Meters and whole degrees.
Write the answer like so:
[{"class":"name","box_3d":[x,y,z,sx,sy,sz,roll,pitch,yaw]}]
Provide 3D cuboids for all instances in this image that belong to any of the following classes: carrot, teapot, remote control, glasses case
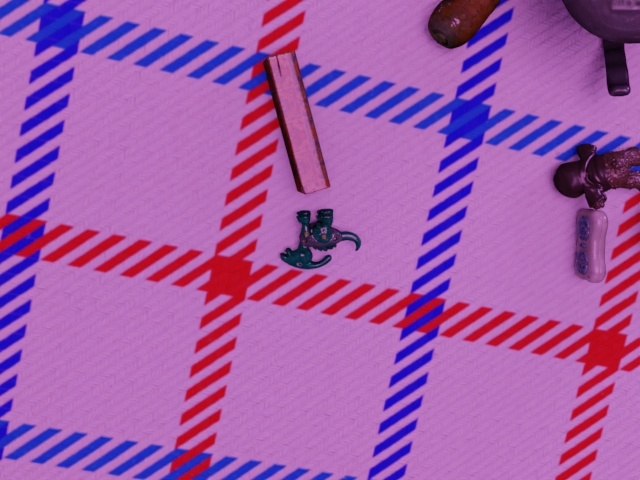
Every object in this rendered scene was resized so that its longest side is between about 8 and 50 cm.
[{"class":"carrot","box_3d":[0.291,-0.422,1.382,0.298,0.078,0.078,-43,100,-6]},{"class":"teapot","box_3d":[0.484,-0.404,1.311,0.223,0.285,0.305,-25,110,23]},{"class":"remote control","box_3d":[0.452,0.008,1.446,0.032,0.074,0.122,-2,96,-9]},{"class":"glasses case","box_3d":[-0.037,-0.184,1.361,0.049,0.075,0.218,-16,99,-6]}]

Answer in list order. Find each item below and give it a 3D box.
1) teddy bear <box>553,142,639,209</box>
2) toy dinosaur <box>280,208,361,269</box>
[{"class":"teddy bear","box_3d":[0.469,-0.112,1.425,0.161,0.078,0.119,-9,70,0]},{"class":"toy dinosaur","box_3d":[0.000,0.000,1.405,0.133,0.059,0.096,0,106,2]}]
